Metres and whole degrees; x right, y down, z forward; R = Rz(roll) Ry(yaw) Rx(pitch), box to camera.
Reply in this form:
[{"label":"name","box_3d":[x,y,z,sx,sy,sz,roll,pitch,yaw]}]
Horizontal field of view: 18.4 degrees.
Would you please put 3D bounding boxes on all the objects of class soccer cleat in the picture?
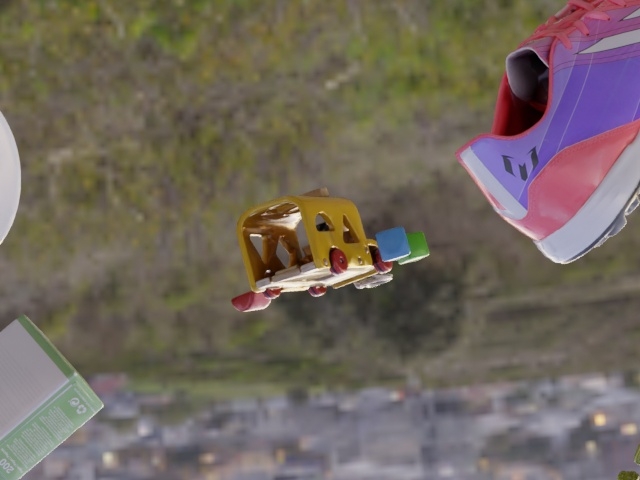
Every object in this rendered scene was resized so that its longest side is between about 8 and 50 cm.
[{"label":"soccer cleat","box_3d":[0.194,-0.128,1.396,0.116,0.318,0.108,38,142,-13]}]

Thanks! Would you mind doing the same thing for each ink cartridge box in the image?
[{"label":"ink cartridge box","box_3d":[-0.339,0.186,1.901,0.056,0.235,0.171,54,170,-31]}]

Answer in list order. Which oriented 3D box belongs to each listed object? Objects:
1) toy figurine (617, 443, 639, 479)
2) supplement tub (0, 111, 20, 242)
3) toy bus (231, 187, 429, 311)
[{"label":"toy figurine","box_3d":[0.393,0.223,1.814,0.191,0.217,0.363,21,124,-1]},{"label":"supplement tub","box_3d":[-0.523,-0.066,2.201,0.331,0.241,0.241,-2,165,37]},{"label":"toy bus","box_3d":[-0.001,-0.002,2.099,0.191,0.104,0.202,-13,172,-17]}]
